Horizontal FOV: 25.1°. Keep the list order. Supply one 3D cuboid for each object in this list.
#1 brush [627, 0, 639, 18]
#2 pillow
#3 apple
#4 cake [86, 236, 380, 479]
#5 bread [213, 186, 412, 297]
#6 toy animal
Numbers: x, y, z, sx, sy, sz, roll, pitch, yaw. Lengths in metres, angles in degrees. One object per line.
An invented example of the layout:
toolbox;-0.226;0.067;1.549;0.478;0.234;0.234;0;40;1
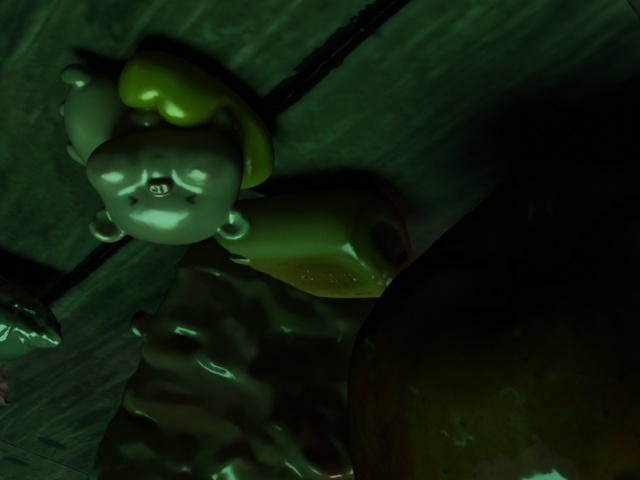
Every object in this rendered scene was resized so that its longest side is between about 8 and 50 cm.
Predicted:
brush;0.065;-0.137;0.379;0.065;0.070;0.327;-14;144;35
pillow;-0.291;0.062;1.083;0.173;0.067;0.270;28;156;-9
apple;0.127;0.075;0.616;0.234;0.234;0.234;15;157;7
cake;0.003;0.199;0.868;0.314;0.307;0.293;18;159;2
bread;-0.001;0.000;0.749;0.103;0.049;0.062;-4;141;44
toy animal;-0.083;-0.039;0.678;0.114;0.082;0.091;12;155;16
